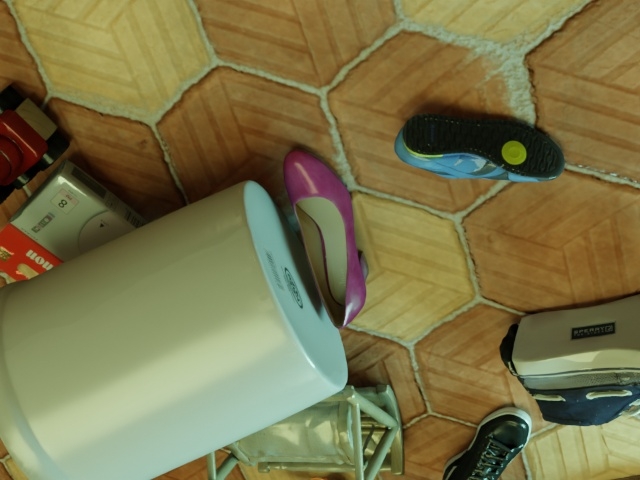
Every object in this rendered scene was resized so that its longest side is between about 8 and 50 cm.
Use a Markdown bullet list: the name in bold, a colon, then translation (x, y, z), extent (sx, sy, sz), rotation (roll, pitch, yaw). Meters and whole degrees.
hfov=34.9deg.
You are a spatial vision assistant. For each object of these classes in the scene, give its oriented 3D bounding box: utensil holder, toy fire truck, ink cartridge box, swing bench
- **utensil holder**: translation (-0.199, 0.135, 1.357), extent (0.385, 0.327, 0.327), rotation (-25, 118, 9)
- **toy fire truck**: translation (-0.472, -0.057, 1.394), extent (0.217, 0.246, 0.158), rotation (-29, 114, 33)
- **ink cartridge box**: translation (-0.369, 0.018, 1.496), extent (0.189, 0.066, 0.232), rotation (39, 112, -21)
- **swing bench**: translation (-0.025, 0.300, 1.566), extent (0.253, 0.254, 0.165), rotation (-4, 87, 19)

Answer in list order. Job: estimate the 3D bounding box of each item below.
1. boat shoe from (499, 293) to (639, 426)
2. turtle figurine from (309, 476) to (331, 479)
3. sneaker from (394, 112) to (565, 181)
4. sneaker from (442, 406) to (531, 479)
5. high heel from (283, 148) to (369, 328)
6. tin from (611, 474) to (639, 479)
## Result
- **boat shoe**: translation (0.430, 0.167, 1.382), extent (0.340, 0.127, 0.158), rotation (-7, 131, 32)
- **turtle figurine**: translation (0.004, 0.472, 1.766), extent (0.269, 0.087, 0.217), rotation (6, 136, 3)
- **sneaker**: translation (0.196, -0.108, 1.273), extent (0.209, 0.069, 0.082), rotation (9, 163, 0)
- **sneaker**: translation (0.256, 0.362, 1.576), extent (0.079, 0.121, 0.217), rotation (26, 130, -5)
- **high heel**: translation (0.000, 0.000, 1.374), extent (0.082, 0.117, 0.244), rotation (-6, 125, 22)
- **tin**: translation (0.511, 0.415, 1.594), extent (0.189, 0.040, 0.106), rotation (-20, 114, 30)
